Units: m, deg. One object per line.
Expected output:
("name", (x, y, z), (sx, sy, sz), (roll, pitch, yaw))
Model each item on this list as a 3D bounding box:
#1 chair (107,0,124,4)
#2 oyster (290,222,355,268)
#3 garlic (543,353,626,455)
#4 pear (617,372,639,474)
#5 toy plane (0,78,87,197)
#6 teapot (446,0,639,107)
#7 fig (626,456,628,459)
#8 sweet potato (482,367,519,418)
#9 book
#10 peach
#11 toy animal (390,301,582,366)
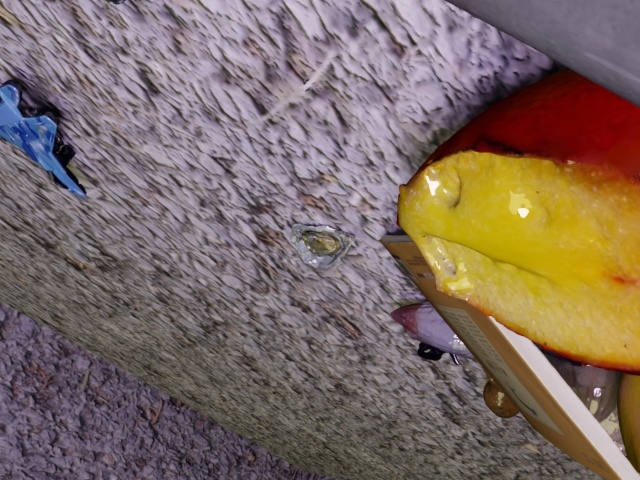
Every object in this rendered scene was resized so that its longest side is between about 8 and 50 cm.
("chair", (-0.166, -0.308, 0.473), (0.145, 0.221, 0.140), (-39, 126, 9))
("oyster", (0.000, 0.000, 0.972), (0.100, 0.037, 0.098), (38, 134, 10))
("garlic", (0.454, 0.279, 1.022), (0.227, 0.152, 0.228), (21, 155, 10))
("pear", (0.518, 0.248, 0.735), (0.284, 0.337, 0.285), (6, 134, 6))
("toy plane", (-0.440, -0.153, 0.947), (0.169, 0.078, 0.246), (6, 155, 25))
("teapot", (0.146, -0.205, 0.335), (0.343, 0.254, 0.300), (21, -176, 14))
("fig", (0.627, 0.393, 1.035), (0.203, 0.225, 0.203), (39, 158, 19))
("sweet potato", (0.365, 0.308, 1.213), (0.074, 0.075, 0.270), (2, 143, 30))
("book", (0.230, 0.142, 0.800), (0.389, 0.032, 0.269), (50, 175, -6))
("peach", (0.225, -0.020, 0.525), (0.338, 0.281, 0.281), (-13, 139, 24))
("toy animal", (0.249, 0.152, 1.001), (0.195, 0.091, 0.324), (25, 161, -20))
